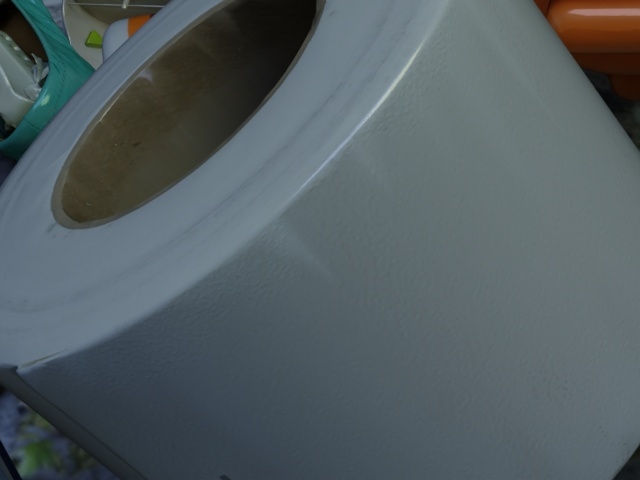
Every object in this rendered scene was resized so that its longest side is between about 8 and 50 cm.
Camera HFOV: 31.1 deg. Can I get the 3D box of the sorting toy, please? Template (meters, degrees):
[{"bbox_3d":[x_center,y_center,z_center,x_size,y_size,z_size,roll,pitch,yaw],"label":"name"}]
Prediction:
[{"bbox_3d":[-0.127,-0.123,0.739,0.083,0.045,0.075,4,57,9],"label":"sorting toy"}]

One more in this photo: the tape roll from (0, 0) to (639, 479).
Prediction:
[{"bbox_3d":[0.000,0.000,0.460,0.246,0.169,0.246,-31,30,20],"label":"tape roll"}]

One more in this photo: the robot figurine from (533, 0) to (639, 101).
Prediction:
[{"bbox_3d":[0.158,-0.165,0.575,0.128,0.158,0.219,-36,15,32],"label":"robot figurine"}]

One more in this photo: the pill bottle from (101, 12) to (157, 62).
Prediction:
[{"bbox_3d":[0.001,-0.078,0.629,0.221,0.121,0.121,-10,49,-4],"label":"pill bottle"}]

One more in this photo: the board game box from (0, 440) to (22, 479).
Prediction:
[{"bbox_3d":[-0.157,0.127,0.414,0.035,0.201,0.136,8,51,13],"label":"board game box"}]

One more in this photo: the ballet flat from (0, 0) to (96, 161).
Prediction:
[{"bbox_3d":[-0.208,-0.126,0.708,0.083,0.087,0.247,-51,56,8],"label":"ballet flat"}]
